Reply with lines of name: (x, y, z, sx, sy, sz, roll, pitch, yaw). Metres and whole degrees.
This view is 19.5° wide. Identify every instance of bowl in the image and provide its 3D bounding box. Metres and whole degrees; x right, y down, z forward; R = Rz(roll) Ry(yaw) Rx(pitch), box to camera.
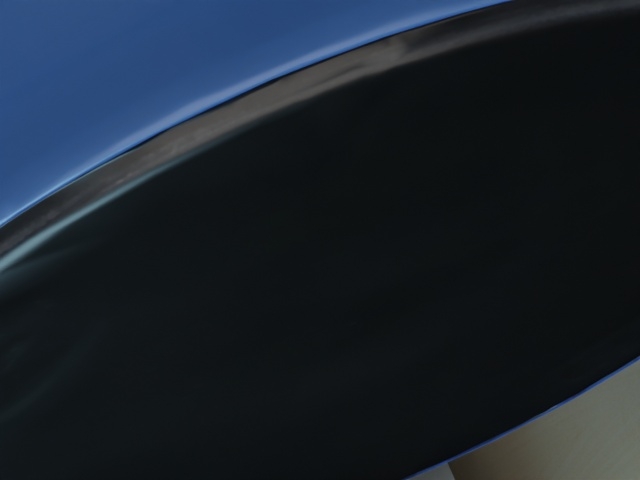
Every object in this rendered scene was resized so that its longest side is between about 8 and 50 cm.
bowl: (0.000, 0.000, 0.585, 0.391, 0.077, 0.391, -20, 157, -9)

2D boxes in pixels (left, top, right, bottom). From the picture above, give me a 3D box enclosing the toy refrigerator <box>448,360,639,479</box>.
toy refrigerator: (0.156, 0.061, 0.831, 0.094, 0.102, 0.269, -11, 154, -27)
